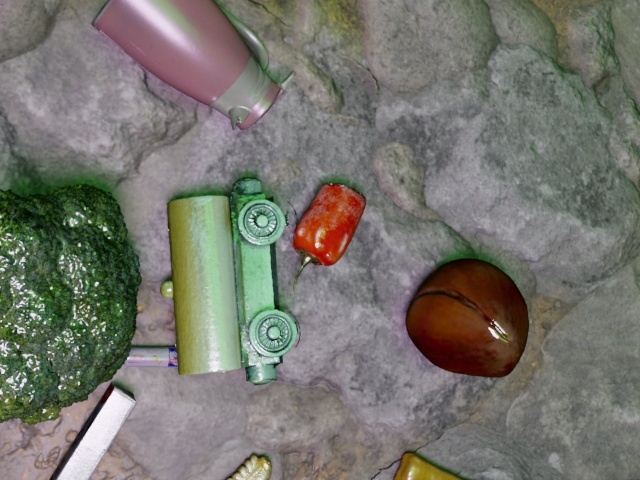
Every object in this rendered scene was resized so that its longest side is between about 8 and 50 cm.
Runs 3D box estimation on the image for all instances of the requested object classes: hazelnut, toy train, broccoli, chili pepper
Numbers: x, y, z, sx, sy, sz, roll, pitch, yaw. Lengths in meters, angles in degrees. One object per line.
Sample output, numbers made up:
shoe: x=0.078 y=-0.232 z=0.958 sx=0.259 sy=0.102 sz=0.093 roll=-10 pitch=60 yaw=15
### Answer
hazelnut: x=0.246 y=0.129 z=1.094 sx=0.208 sy=0.208 sz=0.208 roll=1 pitch=88 yaw=-20
toy train: x=-0.131 y=0.058 z=0.992 sx=0.190 sy=0.126 sz=0.307 roll=-3 pitch=84 yaw=-22
broccoli: x=-0.370 y=0.076 z=0.863 sx=0.284 sy=0.304 sz=0.321 roll=6 pitch=82 yaw=11
chili pepper: x=0.000 y=0.000 z=1.076 sx=0.086 sy=0.084 sz=0.192 roll=28 pitch=74 yaw=0

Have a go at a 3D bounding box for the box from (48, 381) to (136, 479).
box: x=-0.334 y=0.305 z=0.958 sx=0.039 sy=0.055 sz=0.218 roll=34 pitch=77 yaw=-16

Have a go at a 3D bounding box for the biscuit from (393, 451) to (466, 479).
biscuit: x=0.181 y=0.460 z=1.147 sx=0.183 sy=0.039 sz=0.174 roll=34 pitch=80 yaw=-15

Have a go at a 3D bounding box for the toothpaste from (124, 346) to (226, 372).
toothpaste: x=-0.221 y=0.173 z=1.018 sx=0.170 sy=0.028 sz=0.045 roll=5 pitch=79 yaw=-21

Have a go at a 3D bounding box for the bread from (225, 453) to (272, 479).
bread: x=-0.112 y=0.366 z=1.047 sx=0.049 sy=0.033 sz=0.088 roll=45 pitch=70 yaw=2

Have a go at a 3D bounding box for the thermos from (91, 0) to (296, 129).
thermos: x=-0.174 y=-0.286 z=1.003 sx=0.265 sy=0.146 sz=0.176 roll=39 pitch=51 yaw=-23
